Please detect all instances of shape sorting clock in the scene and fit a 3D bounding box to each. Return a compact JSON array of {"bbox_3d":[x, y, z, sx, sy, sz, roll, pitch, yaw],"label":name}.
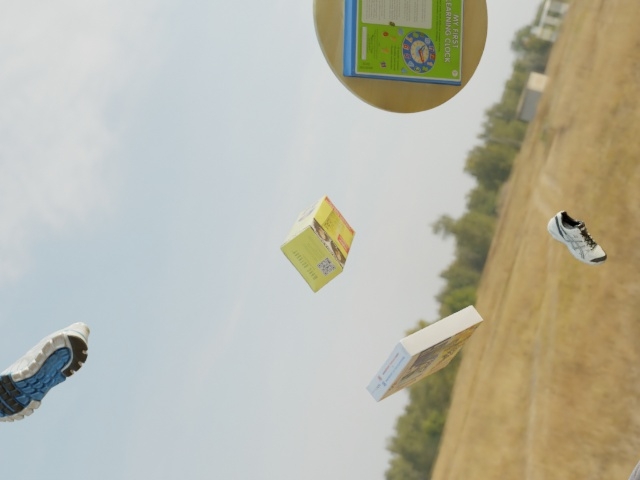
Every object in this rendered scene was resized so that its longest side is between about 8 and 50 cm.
[{"bbox_3d":[0.086,-0.236,1.026,0.040,0.206,0.206,6,78,69],"label":"shape sorting clock"}]

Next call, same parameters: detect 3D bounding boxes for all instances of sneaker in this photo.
[{"bbox_3d":[-0.385,0.178,1.348,0.191,0.071,0.083,-34,15,12],"label":"sneaker"},{"bbox_3d":[0.317,-0.003,1.204,0.032,0.083,0.037,-43,-16,-38],"label":"sneaker"}]

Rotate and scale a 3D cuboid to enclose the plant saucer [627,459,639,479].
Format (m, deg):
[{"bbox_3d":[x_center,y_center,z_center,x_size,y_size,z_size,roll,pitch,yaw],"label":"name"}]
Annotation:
[{"bbox_3d":[0.502,0.277,1.290,0.311,0.050,0.310,-26,-39,-23],"label":"plant saucer"}]

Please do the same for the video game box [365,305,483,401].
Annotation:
[{"bbox_3d":[0.208,0.229,1.975,0.205,0.048,0.187,-21,-24,-34],"label":"video game box"}]

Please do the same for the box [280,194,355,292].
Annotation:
[{"bbox_3d":[0.000,0.000,1.491,0.058,0.087,0.232,-36,6,13],"label":"box"}]
